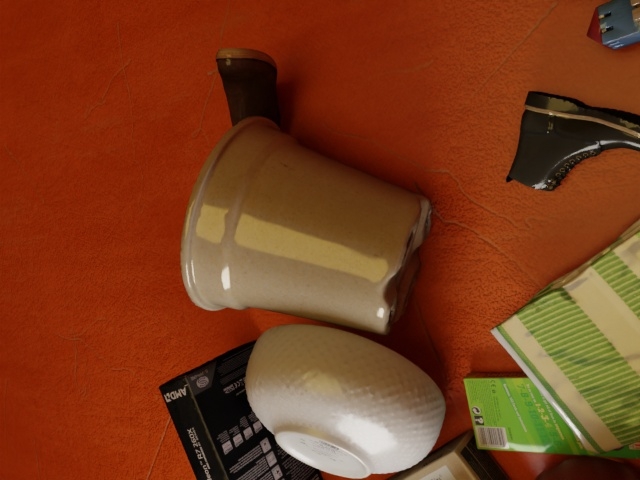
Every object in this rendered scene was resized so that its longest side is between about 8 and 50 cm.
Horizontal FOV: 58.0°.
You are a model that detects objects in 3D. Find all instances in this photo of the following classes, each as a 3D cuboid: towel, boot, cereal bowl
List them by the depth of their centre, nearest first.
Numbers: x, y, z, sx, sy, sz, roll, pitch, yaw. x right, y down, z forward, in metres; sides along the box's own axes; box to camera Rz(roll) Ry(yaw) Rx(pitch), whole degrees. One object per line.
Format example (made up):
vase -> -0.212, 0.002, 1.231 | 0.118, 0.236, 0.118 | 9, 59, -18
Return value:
towel -> 0.435, 0.122, 0.784 | 0.325, 0.038, 0.248 | -42, 77, 22
boot -> 0.361, -0.115, 0.793 | 0.198, 0.077, 0.137 | 31, 121, 39
cereal bowl -> 0.024, 0.287, 0.947 | 0.339, 0.141, 0.339 | 17, 145, 12
boot -> -0.116, -0.195, 0.980 | 0.090, 0.248, 0.207 | 2, 87, 9

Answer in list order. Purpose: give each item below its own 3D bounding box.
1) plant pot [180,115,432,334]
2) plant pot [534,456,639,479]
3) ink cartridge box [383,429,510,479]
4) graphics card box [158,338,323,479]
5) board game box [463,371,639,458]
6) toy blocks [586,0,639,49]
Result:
plant pot -> 0.000, 0.000, 0.923 | 0.305, 0.334, 0.334 | 18, 110, 18
plant pot -> 0.375, 0.443, 0.752 | 0.272, 0.265, 0.272 | 4, 105, 16
ink cartridge box -> 0.222, 0.469, 0.991 | 0.235, 0.088, 0.193 | -46, 73, 31
graphics card box -> -0.139, 0.401, 1.127 | 0.094, 0.233, 0.371 | -25, 87, 35
board game box -> 0.359, 0.265, 0.888 | 0.259, 0.039, 0.124 | -9, 94, 36
toy blocks -> 0.368, -0.388, 0.666 | 0.261, 0.190, 0.381 | -10, 88, 44
